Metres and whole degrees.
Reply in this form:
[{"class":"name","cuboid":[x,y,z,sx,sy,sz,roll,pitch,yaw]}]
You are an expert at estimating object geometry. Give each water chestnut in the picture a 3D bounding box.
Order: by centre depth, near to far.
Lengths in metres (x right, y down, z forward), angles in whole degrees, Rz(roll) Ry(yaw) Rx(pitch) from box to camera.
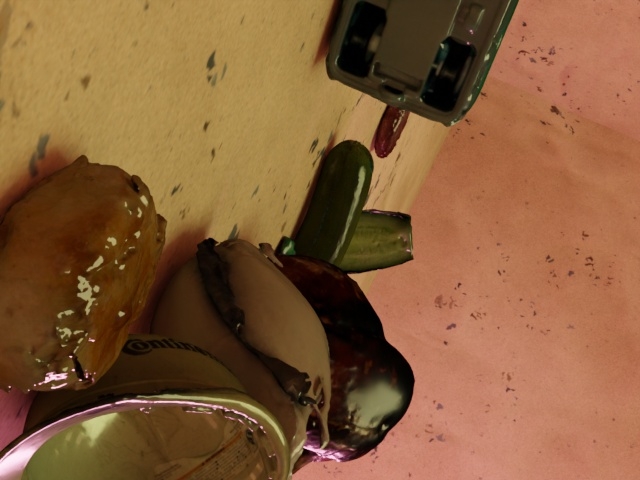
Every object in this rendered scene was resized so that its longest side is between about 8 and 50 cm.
[{"class":"water chestnut","cuboid":[-0.036,0.158,1.244,0.244,0.289,0.289,-28,159,-17]}]

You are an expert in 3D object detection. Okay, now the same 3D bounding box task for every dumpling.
[{"class":"dumpling","cuboid":[-0.099,0.113,0.962,0.163,0.204,0.293,54,12,-45]}]

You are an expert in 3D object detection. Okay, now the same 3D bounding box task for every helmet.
[{"class":"helmet","cuboid":[-0.149,0.135,0.799,0.204,0.137,0.257,-34,141,12]}]

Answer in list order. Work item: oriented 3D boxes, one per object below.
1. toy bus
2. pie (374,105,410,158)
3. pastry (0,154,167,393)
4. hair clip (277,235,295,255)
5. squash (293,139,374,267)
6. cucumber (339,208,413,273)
[{"class":"toy bus","cuboid":[0.146,-0.320,1.147,0.199,0.183,0.344,-59,172,-55]},{"class":"pie","cuboid":[0.140,-0.222,1.961,0.155,0.036,0.154,-63,172,-15]},{"class":"pastry","cuboid":[-0.150,0.024,0.631,0.153,0.081,0.153,15,90,-83]},{"class":"hair clip","cuboid":[-0.075,0.085,1.505,0.124,0.052,0.196,-80,-174,-82]},{"class":"squash","cuboid":[0.001,0.001,1.564,0.332,0.087,0.087,-66,172,19]},{"class":"cucumber","cuboid":[0.070,0.002,1.863,0.086,0.192,0.116,27,59,-84]}]
